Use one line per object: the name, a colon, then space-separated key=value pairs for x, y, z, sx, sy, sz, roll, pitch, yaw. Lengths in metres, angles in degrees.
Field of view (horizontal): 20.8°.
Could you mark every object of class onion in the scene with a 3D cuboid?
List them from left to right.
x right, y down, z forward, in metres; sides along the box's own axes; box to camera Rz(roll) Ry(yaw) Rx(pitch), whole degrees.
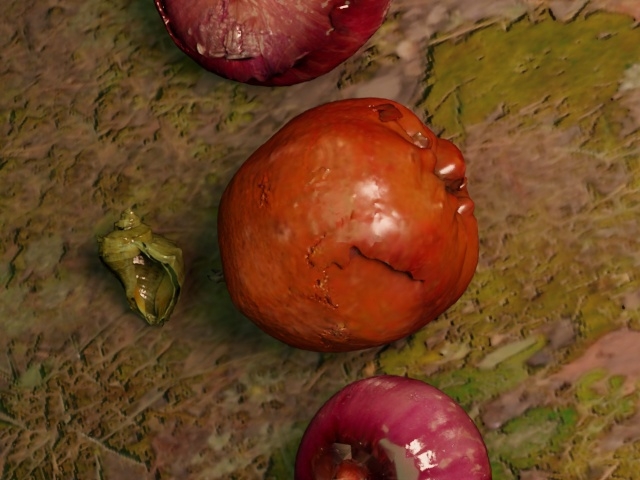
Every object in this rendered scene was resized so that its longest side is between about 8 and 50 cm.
onion: x=-0.039 y=-0.249 z=1.520 sx=0.248 sy=0.161 sz=0.248 roll=0 pitch=90 yaw=39
onion: x=0.059 y=0.200 z=1.459 sx=0.177 sy=0.153 sz=0.177 roll=-3 pitch=80 yaw=16

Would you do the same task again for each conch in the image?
conch: x=-0.163 y=0.026 z=1.625 sx=0.089 sy=0.074 sz=0.121 roll=16 pitch=122 yaw=62

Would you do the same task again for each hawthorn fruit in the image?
hawthorn fruit: x=0.000 y=0.000 z=1.476 sx=0.299 sy=0.211 sz=0.211 roll=-21 pitch=78 yaw=39
